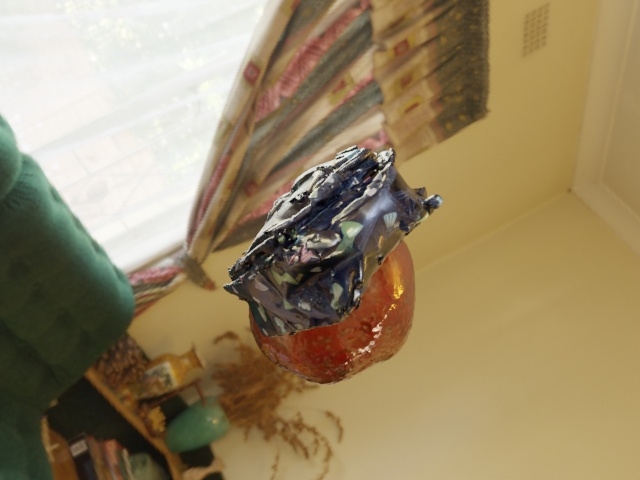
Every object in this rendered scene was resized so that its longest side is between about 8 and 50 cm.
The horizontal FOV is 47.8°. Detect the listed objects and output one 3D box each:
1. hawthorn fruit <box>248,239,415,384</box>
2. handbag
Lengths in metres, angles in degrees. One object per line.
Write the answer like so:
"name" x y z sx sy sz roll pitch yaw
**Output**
"hawthorn fruit" 0.024 0.063 1.210 0.285 0.284 0.369 55 -31 41
"handbag" 0.000 0.000 0.674 0.113 0.162 0.260 47 -21 -6
